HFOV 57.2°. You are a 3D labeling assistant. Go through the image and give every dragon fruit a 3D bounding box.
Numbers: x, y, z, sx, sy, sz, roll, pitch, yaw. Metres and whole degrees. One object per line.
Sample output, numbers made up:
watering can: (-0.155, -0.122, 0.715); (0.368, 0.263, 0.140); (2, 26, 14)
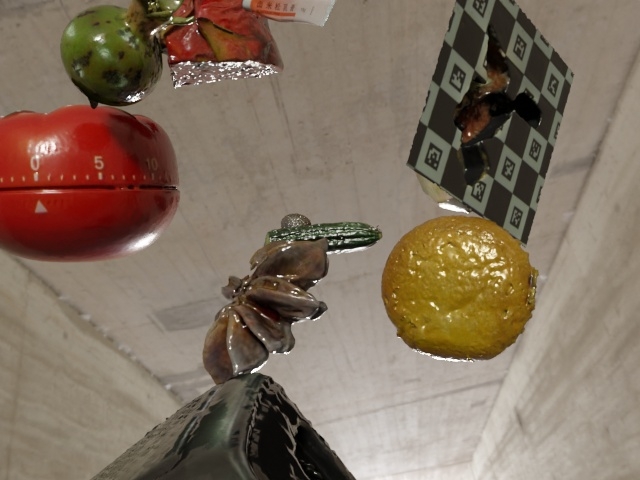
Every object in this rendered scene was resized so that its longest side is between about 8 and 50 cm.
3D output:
dragon fruit: (-0.266, -0.448, 1.169); (0.240, 0.330, 0.302); (-30, -1, 22)

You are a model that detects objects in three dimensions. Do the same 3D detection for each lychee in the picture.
lychee: (-0.059, -0.034, 1.466); (0.083, 0.067, 0.068); (30, -47, -2)

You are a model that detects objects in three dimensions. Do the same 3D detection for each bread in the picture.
bread: (0.214, 0.073, 0.919); (0.240, 0.239, 0.139); (-22, -7, 19)

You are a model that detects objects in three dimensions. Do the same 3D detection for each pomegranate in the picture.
pomegranate: (-0.278, -0.281, 0.862); (0.220, 0.156, 0.156); (-17, -31, 15)

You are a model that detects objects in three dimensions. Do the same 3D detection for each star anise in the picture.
star anise: (-0.073, 0.086, 0.733); (0.093, 0.229, 0.236); (33, -90, -22)

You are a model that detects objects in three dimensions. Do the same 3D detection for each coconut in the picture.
coconut: (0.407, -0.194, 1.729); (0.227, 0.230, 0.227); (-25, 5, 2)

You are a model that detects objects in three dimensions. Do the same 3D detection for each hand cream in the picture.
hand cream: (-0.060, -0.400, 1.011); (0.038, 0.216, 0.052); (-15, -63, -43)

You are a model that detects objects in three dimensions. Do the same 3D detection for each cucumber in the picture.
cucumber: (0.000, -0.001, 1.259); (0.265, 0.077, 0.077); (-8, -30, 6)

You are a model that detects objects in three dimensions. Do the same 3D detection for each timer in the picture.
timer: (-0.459, -0.102, 1.108); (0.378, 0.279, 0.378); (-2, 5, 0)

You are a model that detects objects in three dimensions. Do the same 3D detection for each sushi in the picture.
sushi: (0.271, -0.207, 0.960); (0.359, 0.343, 0.064); (25, -11, -39)

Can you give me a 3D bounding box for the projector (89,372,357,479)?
projector: (-0.095, 0.372, 0.405); (0.405, 0.395, 0.242); (-38, 2, 2)
